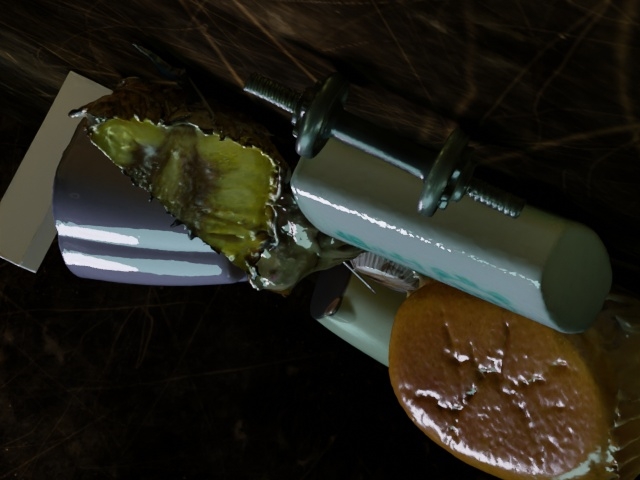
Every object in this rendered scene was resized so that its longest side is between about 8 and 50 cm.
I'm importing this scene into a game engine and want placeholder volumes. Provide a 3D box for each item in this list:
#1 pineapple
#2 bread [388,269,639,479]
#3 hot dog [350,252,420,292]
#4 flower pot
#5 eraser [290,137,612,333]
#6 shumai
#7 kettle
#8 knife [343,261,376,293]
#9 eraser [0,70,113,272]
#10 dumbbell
[{"bbox_3d":[-0.138,-0.121,1.397,0.334,0.158,0.161,38,-149,-31],"label":"pineapple"},{"bbox_3d":[0.236,0.152,1.349,0.183,0.236,0.389,-20,-166,-30],"label":"bread"},{"bbox_3d":[0.117,0.038,1.885,0.131,0.069,0.253,16,174,19],"label":"hot dog"},{"bbox_3d":[-0.191,-0.056,1.631,0.243,0.265,0.265,9,168,23],"label":"flower pot"},{"bbox_3d":[0.128,-0.011,1.181,0.290,0.104,0.189,23,170,31],"label":"eraser"},{"bbox_3d":[-0.020,-0.003,1.556,0.206,0.175,0.166,27,176,-39],"label":"shumai"},{"bbox_3d":[0.109,0.141,2.490,0.255,0.165,0.240,29,-157,-18],"label":"kettle"},{"bbox_3d":[-0.001,-0.001,1.894,0.244,0.032,0.058,44,177,19],"label":"knife"},{"bbox_3d":[-0.406,-0.103,1.808,0.076,0.298,0.078,25,175,9],"label":"eraser"},{"bbox_3d":[0.052,-0.080,0.993,0.254,0.081,0.081,26,175,8],"label":"dumbbell"}]
